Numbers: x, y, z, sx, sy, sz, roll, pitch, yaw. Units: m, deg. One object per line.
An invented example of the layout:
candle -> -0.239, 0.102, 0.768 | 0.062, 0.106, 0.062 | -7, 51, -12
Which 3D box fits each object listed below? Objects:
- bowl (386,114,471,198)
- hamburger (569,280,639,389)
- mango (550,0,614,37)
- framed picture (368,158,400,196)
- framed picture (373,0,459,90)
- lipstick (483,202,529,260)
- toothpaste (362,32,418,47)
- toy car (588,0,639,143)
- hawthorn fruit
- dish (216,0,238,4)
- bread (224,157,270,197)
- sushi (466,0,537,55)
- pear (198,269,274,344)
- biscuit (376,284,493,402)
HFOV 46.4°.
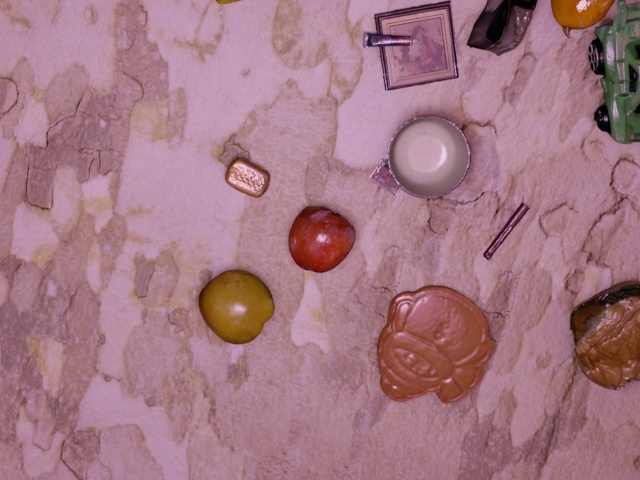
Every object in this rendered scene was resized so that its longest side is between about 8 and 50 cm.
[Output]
bowl -> 0.268, -0.216, 1.897 | 0.212, 0.112, 0.211 | 0, 102, -1
hamburger -> 0.813, 0.249, 2.004 | 0.285, 0.134, 0.265 | -25, 109, 10
mango -> 0.641, -0.636, 1.773 | 0.119, 0.176, 0.316 | 14, 90, -31
framed picture -> 0.180, -0.164, 1.961 | 0.089, 0.006, 0.066 | 32, 100, -8
framed picture -> 0.244, -0.490, 1.884 | 0.200, 0.010, 0.195 | -10, 103, 2
lipstick -> 0.492, -0.023, 1.990 | 0.027, 0.027, 0.176 | 34, 102, -8
toothpaste -> 0.176, -0.500, 1.866 | 0.140, 0.021, 0.037 | 3, 103, 6
toy car -> 0.790, -0.416, 1.824 | 0.214, 0.176, 0.358 | -10, 104, 3
hawthorn fruit -> 0.000, 0.000, 1.919 | 0.173, 0.173, 0.172 | 0, 103, -1
dish -> -0.204, -0.669, 1.803 | 0.149, 0.080, 0.207 | 25, 103, -7
bread -> -0.189, -0.162, 1.932 | 0.115, 0.056, 0.082 | 22, 91, -15
sushi -> 0.475, -0.586, 1.822 | 0.109, 0.134, 0.272 | 23, 87, -19
pear -> -0.219, 0.172, 1.945 | 0.200, 0.200, 0.199 | 0, 103, -1
biscuit -> 0.310, 0.298, 2.047 | 0.312, 0.057, 0.351 | 19, 102, -4
